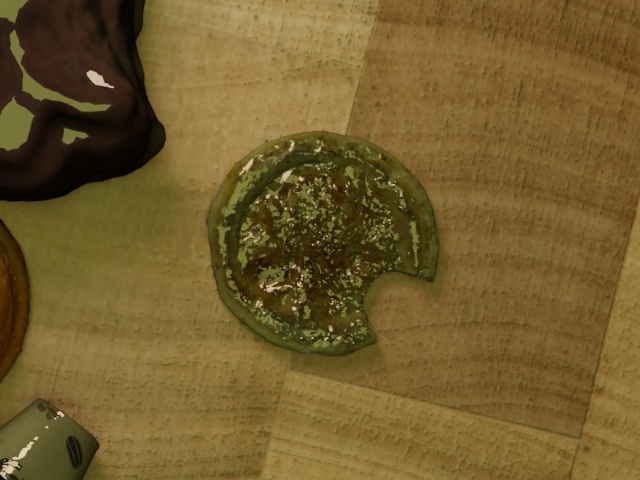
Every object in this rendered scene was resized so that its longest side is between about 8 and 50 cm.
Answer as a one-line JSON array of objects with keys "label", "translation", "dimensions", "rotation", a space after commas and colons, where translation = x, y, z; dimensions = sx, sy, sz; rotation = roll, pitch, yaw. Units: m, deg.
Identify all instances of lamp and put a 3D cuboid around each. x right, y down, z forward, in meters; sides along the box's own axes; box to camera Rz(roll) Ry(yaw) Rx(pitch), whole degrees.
[{"label": "lamp", "translation": [-0.321, 0.266, 1.595], "dimensions": [0.121, 0.121, 0.214], "rotation": [39, 75, -6]}]

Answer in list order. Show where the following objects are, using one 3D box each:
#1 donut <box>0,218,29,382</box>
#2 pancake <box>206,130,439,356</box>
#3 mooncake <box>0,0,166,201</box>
[{"label": "donut", "translation": [-0.447, 0.063, 1.586], "dimensions": [0.303, 0.110, 0.303], "rotation": [0, 91, -7]}, {"label": "pancake", "translation": [0.000, 0.000, 1.679], "dimensions": [0.253, 0.037, 0.253], "rotation": [0, 91, -8]}, {"label": "mooncake", "translation": [-0.319, -0.226, 1.559], "dimensions": [0.350, 0.212, 0.381], "rotation": [-11, 90, -1]}]
